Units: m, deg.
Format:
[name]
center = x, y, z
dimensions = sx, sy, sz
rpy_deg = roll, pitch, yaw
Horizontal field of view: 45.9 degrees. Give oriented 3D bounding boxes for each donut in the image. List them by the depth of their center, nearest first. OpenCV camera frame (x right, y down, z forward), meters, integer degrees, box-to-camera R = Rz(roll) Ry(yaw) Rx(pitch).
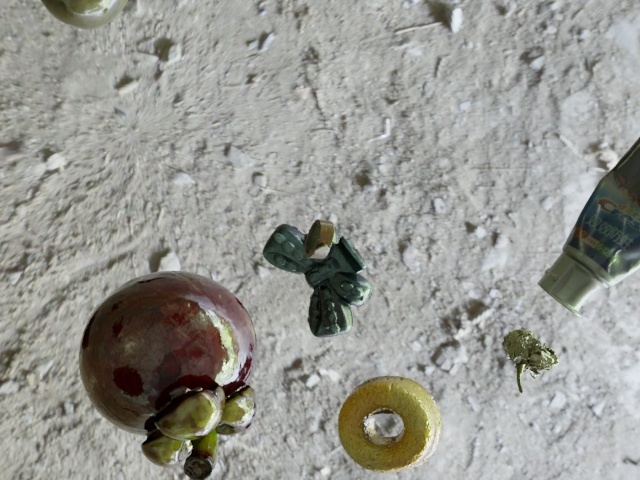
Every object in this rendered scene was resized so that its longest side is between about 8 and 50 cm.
[donut]
center = 0.095, 0.264, 1.082
dimensions = 0.151, 0.058, 0.152
rpy_deg = -2, 83, 16

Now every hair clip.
[hair clip]
center = 0.011, 0.080, 1.870
dimensions = 0.206, 0.194, 0.310
rpy_deg = -32, 84, 6

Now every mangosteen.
[mangosteen]
center = -0.169, 0.160, 0.893
dimensions = 0.215, 0.257, 0.215
rpy_deg = -17, 139, -15

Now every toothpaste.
[toothpaste]
center = 0.329, -0.040, 0.778
dimensions = 0.266, 0.096, 0.061
rpy_deg = -52, 150, 8

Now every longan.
[longan]
center = -0.487, -0.558, 1.512
dimensions = 0.215, 0.246, 0.246
rpy_deg = -33, 105, 10

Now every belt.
[belt]
center = 0.000, 0.000, 1.408
dimensions = 0.036, 0.059, 0.083
rpy_deg = 6, 131, -22

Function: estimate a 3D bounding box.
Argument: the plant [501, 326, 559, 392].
[plant]
center = 0.424, 0.248, 1.562
dimensions = 0.104, 0.116, 0.122
rpy_deg = 19, 101, -48
